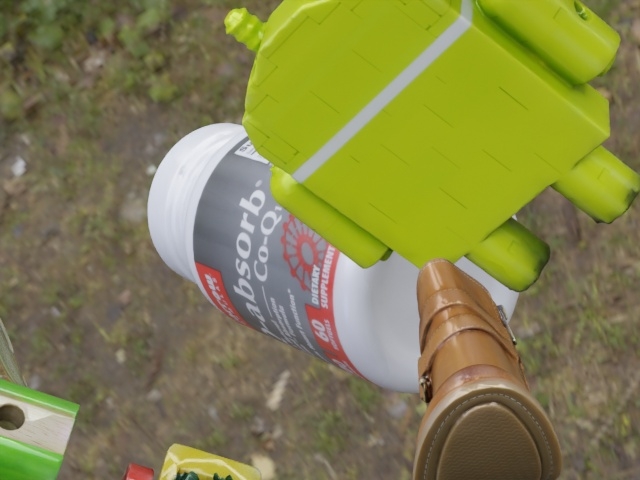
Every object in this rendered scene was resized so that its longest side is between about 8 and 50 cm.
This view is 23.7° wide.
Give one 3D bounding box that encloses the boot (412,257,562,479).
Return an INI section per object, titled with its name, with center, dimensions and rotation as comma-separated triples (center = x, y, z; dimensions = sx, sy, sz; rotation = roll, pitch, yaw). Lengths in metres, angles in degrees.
[boot]
center = 0.076, 0.070, 0.795
dimensions = 0.073, 0.197, 0.152
rotation = -10, 57, 3

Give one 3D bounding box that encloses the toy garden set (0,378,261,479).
[toy garden set]
center = -0.128, 0.151, 0.584
dimensions = 0.203, 0.049, 0.244
rotation = 19, 47, -8

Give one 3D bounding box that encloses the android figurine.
[android figurine]
center = 0.065, -0.080, 0.974
dimensions = 0.248, 0.273, 0.056
rotation = -43, 20, 34

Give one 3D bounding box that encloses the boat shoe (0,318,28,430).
[boat shoe]
center = -0.212, 0.071, 0.925
dimensions = 0.056, 0.048, 0.153
rotation = -32, 97, -6

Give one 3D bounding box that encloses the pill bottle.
[pill bottle]
center = 0.000, 0.000, 1.455
dimensions = 0.210, 0.210, 0.363
rotation = -51, 36, -16
